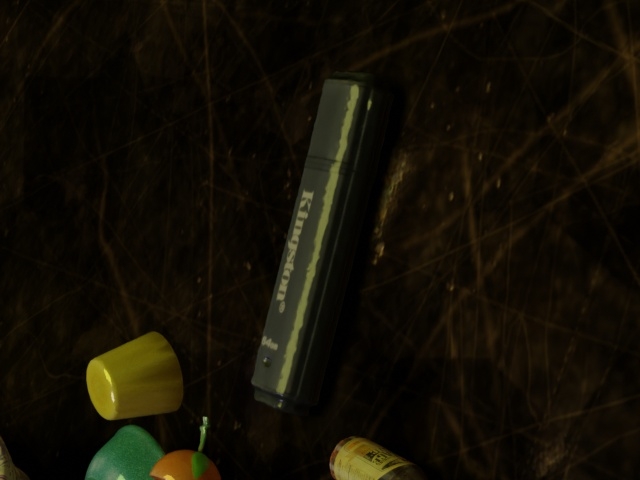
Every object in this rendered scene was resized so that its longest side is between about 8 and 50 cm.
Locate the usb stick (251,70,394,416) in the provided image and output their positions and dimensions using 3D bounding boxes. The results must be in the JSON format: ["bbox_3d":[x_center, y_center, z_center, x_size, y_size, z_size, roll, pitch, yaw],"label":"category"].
[{"bbox_3d":[0.000,0.000,1.490,0.077,0.045,0.278,15,91,56],"label":"usb stick"}]

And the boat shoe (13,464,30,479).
[{"bbox_3d":[-0.321,0.250,1.835,0.258,0.084,0.095,40,109,35],"label":"boat shoe"}]

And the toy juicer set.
[{"bbox_3d":[-0.136,0.251,1.578,0.209,0.089,0.329,52,142,33],"label":"toy juicer set"}]

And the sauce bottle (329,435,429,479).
[{"bbox_3d":[0.055,0.178,1.352,0.128,0.042,0.042,20,95,54],"label":"sauce bottle"}]

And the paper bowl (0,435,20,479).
[{"bbox_3d":[-0.401,0.286,1.691,0.284,0.284,0.148,-125,16,-48],"label":"paper bowl"}]
